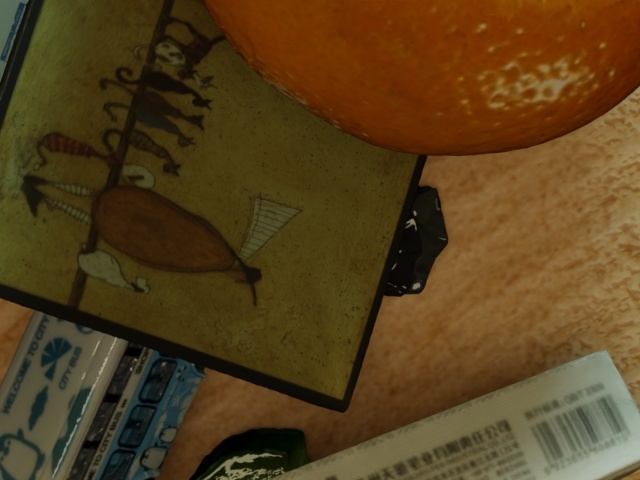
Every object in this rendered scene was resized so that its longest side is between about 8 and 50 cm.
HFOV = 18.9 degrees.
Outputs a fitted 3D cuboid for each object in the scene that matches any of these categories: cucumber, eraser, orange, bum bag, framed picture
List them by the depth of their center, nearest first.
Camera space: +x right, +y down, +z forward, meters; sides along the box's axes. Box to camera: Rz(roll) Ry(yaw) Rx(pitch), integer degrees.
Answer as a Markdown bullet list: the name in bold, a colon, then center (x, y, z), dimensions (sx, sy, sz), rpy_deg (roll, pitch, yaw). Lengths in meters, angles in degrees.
- **orange**: center (0.085, -0.265, 1.291), dimensions (0.424, 0.326, 0.424), rpy_deg (1, 88, -27)
- **framed picture**: center (-0.080, -0.043, 1.363), dimensions (0.338, 0.014, 0.255), rpy_deg (22, 82, -30)
- **eraser**: center (0.049, 0.196, 1.385), dimensions (0.404, 0.096, 0.098), rpy_deg (-19, 76, -25)
- **bum bag**: center (0.000, 0.000, 1.479), dimensions (0.197, 0.049, 0.087), rpy_deg (0, 93, 1)
- **cucumber**: center (-0.039, 0.249, 1.484), dimensions (0.191, 0.130, 0.191), rpy_deg (0, 91, 0)

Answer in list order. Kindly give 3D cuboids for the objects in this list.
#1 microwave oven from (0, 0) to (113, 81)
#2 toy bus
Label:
- **microwave oven**: center (-0.224, -0.095, 1.417), dimensions (0.162, 0.122, 0.208), rpy_deg (28, 98, 20)
- **toy bus**: center (-0.169, 0.122, 1.441), dimensions (0.106, 0.131, 0.297), rpy_deg (29, 98, 35)
